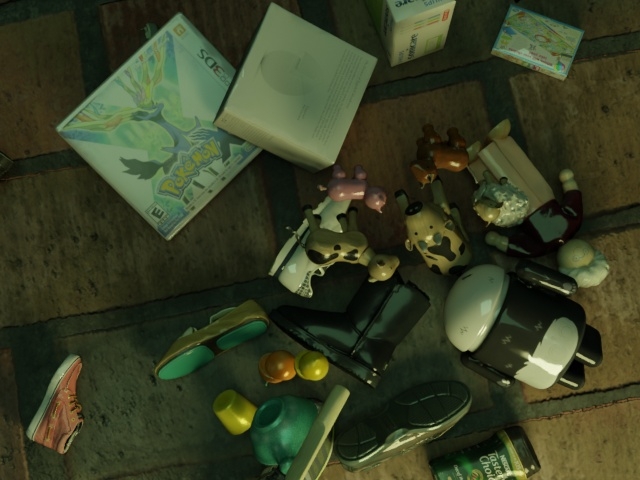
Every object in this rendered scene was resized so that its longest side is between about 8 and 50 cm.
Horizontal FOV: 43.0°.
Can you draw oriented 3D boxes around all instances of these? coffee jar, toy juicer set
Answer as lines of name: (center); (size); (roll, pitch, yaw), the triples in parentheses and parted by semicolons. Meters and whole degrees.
coffee jar: (0.293, 0.403, 1.447); (0.184, 0.079, 0.096); (-24, 80, -2)
toy juicer set: (-0.039, 0.294, 1.393); (0.209, 0.329, 0.089); (-46, 119, -14)

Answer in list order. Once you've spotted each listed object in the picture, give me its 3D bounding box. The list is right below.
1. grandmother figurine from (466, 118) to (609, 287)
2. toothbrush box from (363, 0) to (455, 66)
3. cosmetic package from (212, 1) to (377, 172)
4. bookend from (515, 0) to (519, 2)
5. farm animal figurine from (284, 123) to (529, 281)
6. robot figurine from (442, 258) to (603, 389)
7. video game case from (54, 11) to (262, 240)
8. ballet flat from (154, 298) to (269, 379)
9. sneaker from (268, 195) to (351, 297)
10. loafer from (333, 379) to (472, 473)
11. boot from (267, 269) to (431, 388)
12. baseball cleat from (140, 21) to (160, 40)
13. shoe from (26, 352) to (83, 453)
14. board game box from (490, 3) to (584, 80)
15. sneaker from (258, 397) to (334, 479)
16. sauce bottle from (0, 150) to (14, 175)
grandmother figurine: (0.400, -0.050, 1.514); (0.208, 0.104, 0.342); (-41, 78, 10)
toothbrush box: (0.142, -0.511, 1.554); (0.122, 0.206, 0.283); (-19, 79, -1)
cosmetic package: (-0.049, -0.279, 1.523); (0.225, 0.138, 0.224); (25, 79, -13)
bookend: (0.440, -0.580, 1.619); (0.156, 0.072, 0.157); (-17, 80, -1)
farm animal figurine: (0.161, -0.021, 1.406); (0.330, 0.327, 0.172); (-36, 47, 29)
robot figurine: (0.354, 0.153, 1.439); (0.278, 0.173, 0.209); (26, 81, 2)
video game case: (-0.282, -0.218, 1.563); (0.329, 0.036, 0.300); (-45, 99, -5)
ballet flat: (-0.208, 0.183, 1.525); (0.232, 0.080, 0.073); (-25, 52, -4)
sneaker: (0.000, 0.000, 1.520); (0.095, 0.090, 0.235); (35, 67, 3)
loafer: (0.152, 0.339, 1.477); (0.268, 0.084, 0.096); (-24, 48, -5)
boot: (0.056, 0.127, 1.503); (0.247, 0.094, 0.207); (29, 76, 15)
baseball cleat: (-0.277, -0.348, 1.623); (0.109, 0.072, 0.205); (-21, 89, -8)
shoe: (-0.470, 0.305, 1.514); (0.081, 0.063, 0.178); (26, 87, 6)
board game box: (0.429, -0.392, 1.609); (0.154, 0.026, 0.103); (23, 82, 6)
sneaker: (-0.057, 0.423, 1.439); (0.111, 0.121, 0.299); (20, 81, 6)
sauce bottle: (-0.728, -0.040, 1.560); (0.111, 0.111, 0.344); (38, 85, 9)
